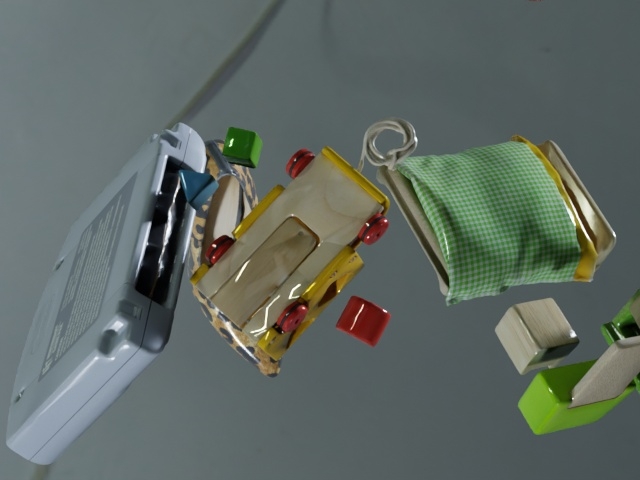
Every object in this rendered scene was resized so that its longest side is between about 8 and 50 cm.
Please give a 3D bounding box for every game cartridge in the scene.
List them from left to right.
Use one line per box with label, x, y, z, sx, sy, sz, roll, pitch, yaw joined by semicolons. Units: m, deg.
game cartridge;-0.186;0.046;1.325;0.062;0.198;0.297;29;36;-18

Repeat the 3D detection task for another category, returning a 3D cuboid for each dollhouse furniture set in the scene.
dollhouse furniture set;0.216;-0.006;1.347;0.198;0.151;0.301;-7;56;-35

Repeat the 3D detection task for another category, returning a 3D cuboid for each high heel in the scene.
high heel;-0.083;0.026;1.552;0.093;0.186;0.261;-20;95;-10

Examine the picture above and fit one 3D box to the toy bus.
toy bus;-0.012;0.005;1.306;0.202;0.104;0.191;-3;76;8
